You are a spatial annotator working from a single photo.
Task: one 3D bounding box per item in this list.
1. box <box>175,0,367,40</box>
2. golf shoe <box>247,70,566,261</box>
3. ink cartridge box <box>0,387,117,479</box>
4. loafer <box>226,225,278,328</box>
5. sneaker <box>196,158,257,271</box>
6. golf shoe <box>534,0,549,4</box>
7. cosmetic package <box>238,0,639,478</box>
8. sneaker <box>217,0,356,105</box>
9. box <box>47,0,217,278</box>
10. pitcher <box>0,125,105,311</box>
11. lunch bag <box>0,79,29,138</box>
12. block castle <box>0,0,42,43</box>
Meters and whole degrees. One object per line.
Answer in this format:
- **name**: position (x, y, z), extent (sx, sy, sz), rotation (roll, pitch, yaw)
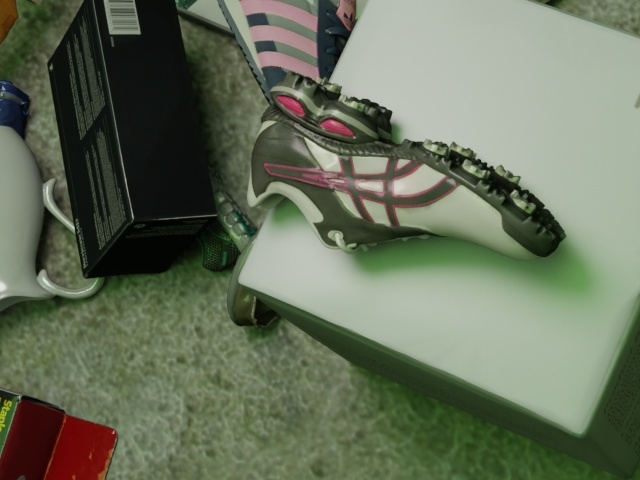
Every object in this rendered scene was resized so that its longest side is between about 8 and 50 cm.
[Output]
- **box**: position (0.001, -0.356, 1.822), extent (0.232, 0.058, 0.322), rotation (25, 84, 20)
- **golf shoe**: position (0.065, -0.033, 1.298), extent (0.273, 0.105, 0.120), rotation (28, 100, 26)
- **ink cartridge box**: position (-0.398, 0.301, 1.740), extent (0.271, 0.130, 0.309), rotation (14, 81, 17)
- **loafer**: position (0.000, 0.000, 1.718), extent (0.087, 0.094, 0.251), rotation (40, 90, 24)
- **sneaker**: position (-0.135, -0.036, 1.784), extent (0.076, 0.065, 0.166), rotation (-38, 68, 10)
- **golf shoe**: position (0.263, -0.379, 1.713), extent (0.115, 0.140, 0.306), rotation (35, 89, 19)
- **cosmetic package**: position (0.183, -0.005, 1.509), extent (0.327, 0.393, 0.329), rotation (23, 83, 20)
- **sneaker**: position (-0.008, -0.197, 1.693), extent (0.131, 0.112, 0.319), rotation (-28, 68, 5)
- **box**: position (-0.206, -0.113, 1.748), extent (0.103, 0.184, 0.261), rotation (-3, 72, -28)
- **pitcher**: position (-0.339, -0.022, 1.817), extent (0.177, 0.125, 0.207), rotation (-11, 84, -8)
- **lunch bag**: position (-0.382, -0.153, 1.876), extent (0.098, 0.067, 0.065), rotation (1, 78, 13)
- **block castle**: position (-0.419, -0.401, 1.816), extent (0.303, 0.213, 0.453), rotation (31, 82, 40)
